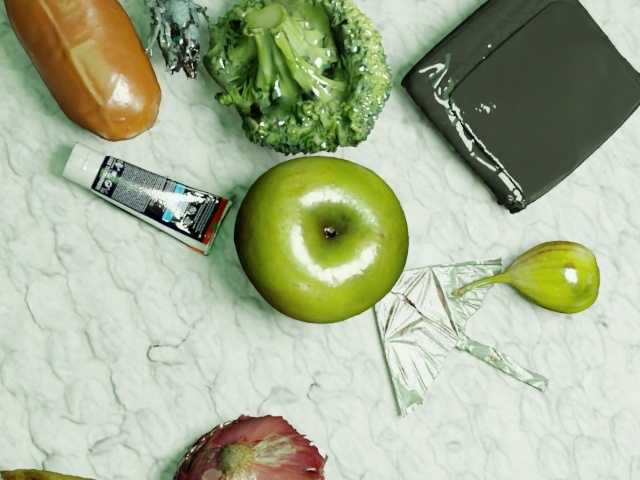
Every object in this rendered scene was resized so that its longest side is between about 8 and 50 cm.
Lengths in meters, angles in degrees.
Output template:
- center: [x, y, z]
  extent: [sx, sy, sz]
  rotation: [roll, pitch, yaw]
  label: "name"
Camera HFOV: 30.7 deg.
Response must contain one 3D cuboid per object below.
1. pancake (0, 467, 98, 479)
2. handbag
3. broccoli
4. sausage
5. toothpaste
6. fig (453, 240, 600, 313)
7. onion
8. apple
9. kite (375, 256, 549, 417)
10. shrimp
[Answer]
- center: [-0.225, 0.393, 1.277]
  extent: [0.376, 0.054, 0.197]
  rotation: [44, 80, 1]
  label: "pancake"
- center: [0.247, -0.183, 1.405]
  extent: [0.247, 0.080, 0.223]
  rotation: [-41, 96, -13]
  label: "handbag"
- center: [-0.023, -0.195, 1.313]
  extent: [0.198, 0.226, 0.176]
  rotation: [-39, 116, 11]
  label: "broccoli"
- center: [-0.271, -0.227, 1.319]
  extent: [0.133, 0.133, 0.258]
  rotation: [-30, 86, -10]
  label: "sausage"
- center: [-0.203, -0.051, 1.348]
  extent: [0.193, 0.045, 0.071]
  rotation: [24, 88, -10]
  label: "toothpaste"
- center: [0.248, 0.037, 1.362]
  extent: [0.166, 0.093, 0.093]
  rotation: [9, 81, -9]
  label: "fig"
- center: [-0.070, 0.281, 1.271]
  extent: [0.184, 0.184, 0.147]
  rotation: [-45, 133, -10]
  label: "onion"
- center: [0.000, 0.000, 1.304]
  extent: [0.196, 0.157, 0.196]
  rotation: [1, 85, -10]
  label: "apple"
- center: [0.162, 0.116, 1.382]
  extent: [0.250, 0.012, 0.229]
  rotation: [32, 79, -2]
  label: "kite"
- center: [-0.174, -0.264, 1.333]
  extent: [0.082, 0.076, 0.174]
  rotation: [4, 57, -40]
  label: "shrimp"
